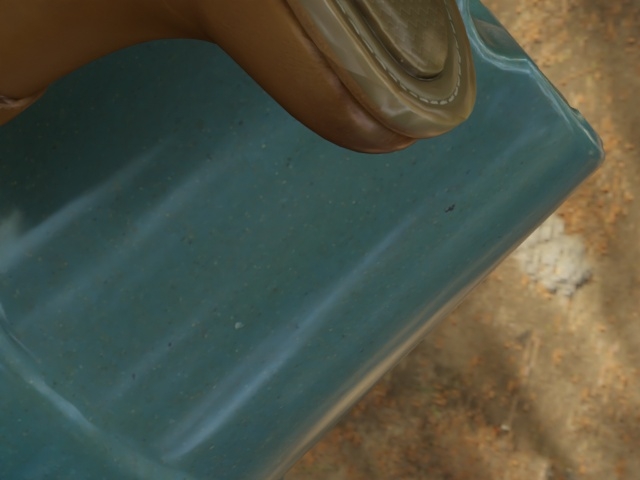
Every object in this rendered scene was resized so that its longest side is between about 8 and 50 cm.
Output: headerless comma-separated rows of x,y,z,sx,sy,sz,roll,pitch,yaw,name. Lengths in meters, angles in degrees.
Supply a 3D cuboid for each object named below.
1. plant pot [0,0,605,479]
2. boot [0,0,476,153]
-0.058,-0.033,0.673,0.334,0.341,0.341,-40,125,13,plant pot
-0.100,-0.079,0.435,0.220,0.283,0.109,-47,164,22,boot
